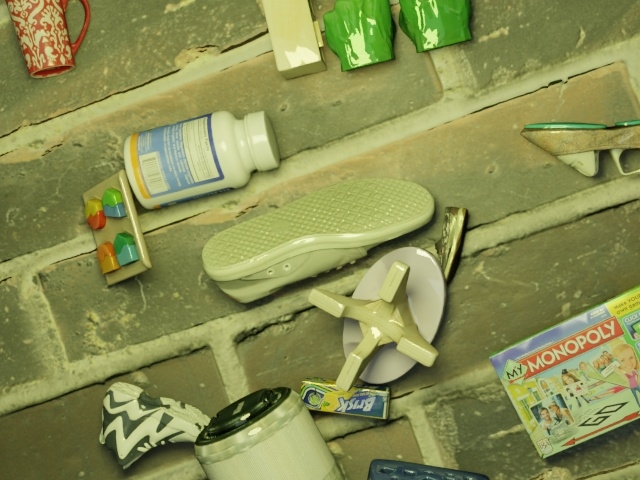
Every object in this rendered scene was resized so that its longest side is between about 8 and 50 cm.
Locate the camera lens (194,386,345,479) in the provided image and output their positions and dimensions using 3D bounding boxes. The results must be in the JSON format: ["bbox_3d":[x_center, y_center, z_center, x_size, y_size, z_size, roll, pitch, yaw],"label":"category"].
[{"bbox_3d":[-0.085,0.424,1.727,0.219,0.219,0.274,-27,95,6],"label":"camera lens"}]

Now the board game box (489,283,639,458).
[{"bbox_3d":[0.500,0.239,1.724,0.317,0.046,0.213,-29,86,17],"label":"board game box"}]

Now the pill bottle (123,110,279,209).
[{"bbox_3d":[-0.222,-0.161,1.795,0.272,0.152,0.152,-14,88,6],"label":"pill bottle"}]

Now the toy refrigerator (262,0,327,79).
[{"bbox_3d":[-0.059,-0.455,1.803,0.094,0.102,0.269,-13,87,7],"label":"toy refrigerator"}]

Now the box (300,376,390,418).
[{"bbox_3d":[0.048,0.300,1.802,0.169,0.059,0.054,5,92,8],"label":"box"}]

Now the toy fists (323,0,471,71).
[{"bbox_3d":[0.146,-0.418,1.782,0.279,0.096,0.142,-13,98,5],"label":"toy fists"}]

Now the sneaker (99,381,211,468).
[{"bbox_3d":[-0.326,0.388,1.836,0.235,0.094,0.153,20,99,1],"label":"sneaker"}]

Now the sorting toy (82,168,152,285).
[{"bbox_3d":[-0.398,-0.019,1.803,0.038,0.208,0.193,-15,87,-36],"label":"sorting toy"}]

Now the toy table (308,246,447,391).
[{"bbox_3d":[0.115,0.144,1.725,0.252,0.161,0.274,16,98,19],"label":"toy table"}]

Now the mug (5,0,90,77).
[{"bbox_3d":[-0.534,-0.420,1.860,0.150,0.113,0.169,-14,91,9],"label":"mug"}]

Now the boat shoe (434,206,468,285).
[{"bbox_3d":[0.242,0.009,1.788,0.049,0.056,0.152,15,92,21],"label":"boat shoe"}]

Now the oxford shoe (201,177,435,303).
[{"bbox_3d":[0.000,0.000,1.786,0.449,0.169,0.130,-19,131,-1],"label":"oxford shoe"}]

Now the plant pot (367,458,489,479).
[{"bbox_3d":[0.187,0.546,1.706,0.236,0.212,0.236,6,91,7],"label":"plant pot"}]

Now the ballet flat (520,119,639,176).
[{"bbox_3d":[0.528,-0.170,1.727,0.316,0.107,0.106,-2,96,9],"label":"ballet flat"}]
